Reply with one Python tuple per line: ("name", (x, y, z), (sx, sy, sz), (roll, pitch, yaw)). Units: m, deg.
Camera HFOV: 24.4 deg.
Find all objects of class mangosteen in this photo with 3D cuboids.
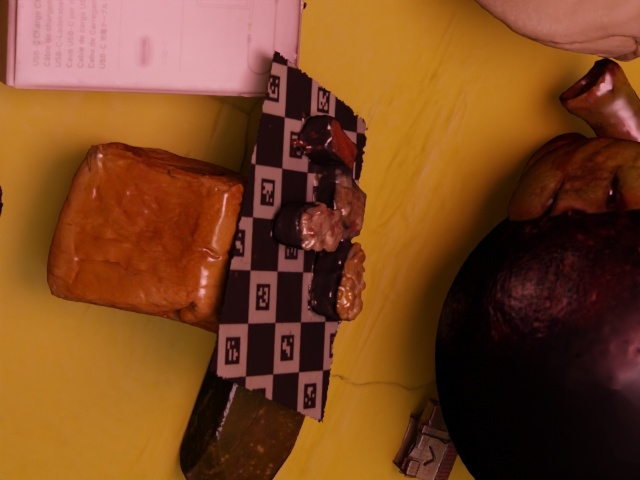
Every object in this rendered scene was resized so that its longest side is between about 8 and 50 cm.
("mangosteen", (0.283, 0.069, 1.342), (0.382, 0.382, 0.435), (7, 60, -20))

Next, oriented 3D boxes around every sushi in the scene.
("sushi", (0.000, 0.000, 1.247), (0.192, 0.043, 0.279), (34, 63, -57))

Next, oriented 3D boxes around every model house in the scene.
("model house", (0.116, 0.196, 1.444), (0.058, 0.057, 0.083), (21, 92, -17))

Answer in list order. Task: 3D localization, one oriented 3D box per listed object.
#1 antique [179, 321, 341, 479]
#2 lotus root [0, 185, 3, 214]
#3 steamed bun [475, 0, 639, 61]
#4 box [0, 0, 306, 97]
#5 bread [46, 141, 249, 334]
("antique", (-0.057, 0.135, 1.360), (0.081, 0.080, 0.220), (17, 95, -22))
("lotus root", (-0.366, -0.039, 1.202), (0.214, 0.138, 0.138), (-6, 103, -6))
("steamed bun", (0.222, -0.316, 1.273), (0.352, 0.247, 0.339), (-32, 101, -48))
("box", (-0.140, -0.227, 1.243), (0.252, 0.106, 0.203), (-1, 103, -20))
("bread", (-0.131, -0.001, 1.255), (0.158, 0.149, 0.143), (13, 95, 16))
